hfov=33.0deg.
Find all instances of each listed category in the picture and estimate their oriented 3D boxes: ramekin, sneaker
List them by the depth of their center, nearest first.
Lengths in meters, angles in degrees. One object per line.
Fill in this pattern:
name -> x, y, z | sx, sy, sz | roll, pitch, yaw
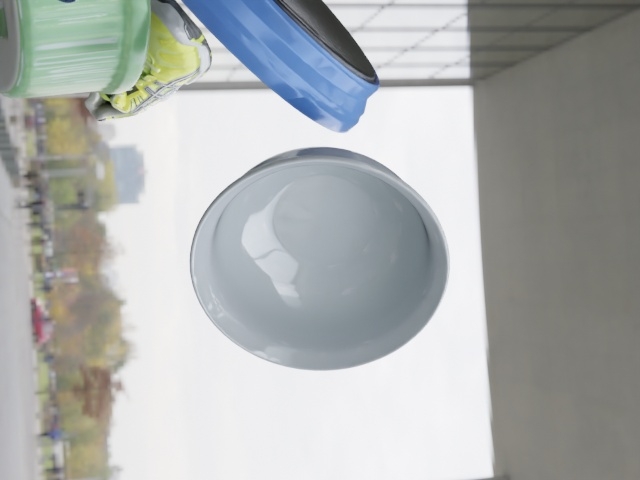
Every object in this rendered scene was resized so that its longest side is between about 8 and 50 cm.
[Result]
ramekin -> -0.330, -0.312, 1.273 | 0.303, 0.148, 0.304 | 34, -48, 49
sneaker -> -0.296, -0.285, 1.818 | 0.145, 0.147, 0.384 | 50, -24, -2

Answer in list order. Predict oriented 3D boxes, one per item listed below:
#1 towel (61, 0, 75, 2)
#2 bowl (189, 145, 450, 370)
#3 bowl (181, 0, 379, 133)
towel -> -0.128, -0.204, 0.668 | 0.067, 0.029, 0.120 | -25, -138, 55
bowl -> 0.000, 0.000, 1.283 | 0.134, 0.297, 0.298 | -88, -176, -57
bowl -> -0.074, -0.300, 1.343 | 0.077, 0.391, 0.391 | -42, -145, 15
